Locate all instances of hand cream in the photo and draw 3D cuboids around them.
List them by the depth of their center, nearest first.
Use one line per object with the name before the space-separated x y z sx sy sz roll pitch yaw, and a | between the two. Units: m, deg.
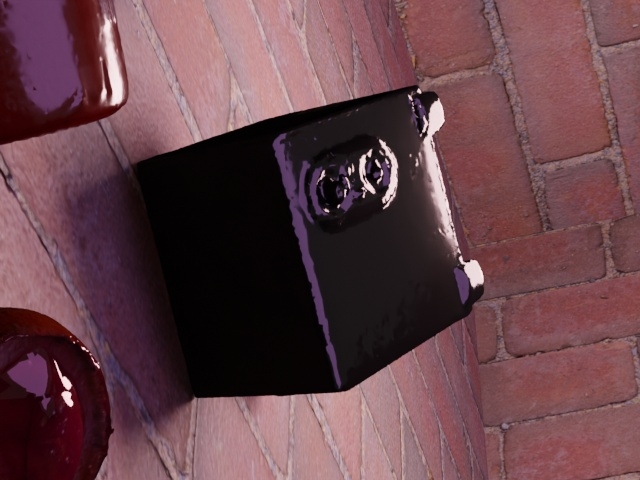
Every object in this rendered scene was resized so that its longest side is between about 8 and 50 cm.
hand cream | -0.195 -0.106 0.760 0.193 0.193 0.125 -55 136 -74

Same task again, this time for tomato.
tomato | -0.201 0.110 0.779 0.189 0.099 0.173 -39 143 -33

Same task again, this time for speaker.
speaker | 0.000 0.000 1.409 0.254 0.184 0.232 -24 103 -50
